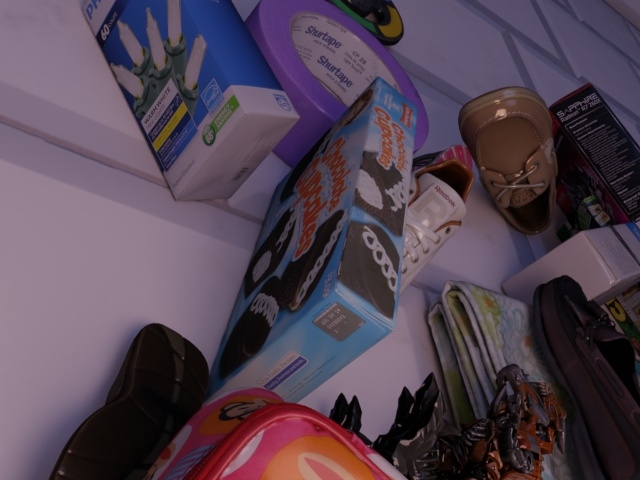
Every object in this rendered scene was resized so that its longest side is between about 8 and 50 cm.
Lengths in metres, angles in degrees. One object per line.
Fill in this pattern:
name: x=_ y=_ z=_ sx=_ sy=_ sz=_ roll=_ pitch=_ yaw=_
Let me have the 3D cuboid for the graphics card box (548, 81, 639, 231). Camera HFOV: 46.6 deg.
graphics card box: x=0.495 y=-0.050 z=1.232 sx=0.371 sy=0.094 sz=0.233 roll=60 pitch=-2 yaw=19

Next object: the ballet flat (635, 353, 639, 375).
ballet flat: x=0.421 y=0.164 z=1.090 sx=0.168 sy=0.057 sz=0.052 roll=41 pitch=7 yaw=-15

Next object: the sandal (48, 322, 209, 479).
sandal: x=-0.134 y=0.137 z=0.519 sx=0.090 sy=0.060 sz=0.219 roll=41 pitch=20 yaw=-19

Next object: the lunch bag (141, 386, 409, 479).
lunch bag: x=-0.012 y=0.255 z=0.410 sx=0.293 sy=0.120 sz=0.258 roll=43 pitch=72 yaw=-14

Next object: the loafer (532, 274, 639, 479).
loafer: x=0.312 y=0.146 z=0.792 sx=0.109 sy=0.095 sz=0.303 roll=28 pitch=37 yaw=-25

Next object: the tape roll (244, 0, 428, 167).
tape roll: x=0.011 y=-0.196 z=0.967 sx=0.274 sy=0.090 sz=0.275 roll=27 pitch=40 yaw=-25

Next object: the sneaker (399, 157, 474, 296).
sneaker: x=0.081 y=-0.010 z=0.810 sx=0.106 sy=0.123 sz=0.290 roll=44 pitch=46 yaw=-3

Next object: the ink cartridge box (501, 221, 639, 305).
ink cartridge box: x=0.376 y=0.050 z=1.056 sx=0.203 sy=0.148 sz=0.086 roll=-5 pitch=61 yaw=-49

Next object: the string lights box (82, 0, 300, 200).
string lights box: x=-0.138 y=-0.183 z=0.755 sx=0.076 sy=0.133 sz=0.260 roll=-6 pitch=60 yaw=-48

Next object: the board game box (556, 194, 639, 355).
board game box: x=0.476 y=0.064 z=1.178 sx=0.030 sy=0.136 sz=0.260 roll=-26 pitch=70 yaw=-9

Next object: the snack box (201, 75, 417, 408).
snack box: x=0.000 y=0.000 z=0.675 sx=0.060 sy=0.187 sz=0.322 roll=35 pitch=36 yaw=-17

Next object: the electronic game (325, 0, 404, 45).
electronic game: x=0.053 y=-0.422 z=1.269 sx=0.229 sy=0.048 sz=0.229 roll=28 pitch=39 yaw=-26

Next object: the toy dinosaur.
toy dinosaur: x=0.107 y=0.223 z=0.593 sx=0.218 sy=0.164 sz=0.322 roll=44 pitch=34 yaw=-13

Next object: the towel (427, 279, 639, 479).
towel: x=0.297 y=0.224 z=0.856 sx=0.374 sy=0.090 sz=0.321 roll=22 pitch=43 yaw=-32

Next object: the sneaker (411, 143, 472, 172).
sneaker: x=0.131 y=-0.076 z=1.005 sx=0.170 sy=0.074 sz=0.063 roll=-34 pitch=100 yaw=-33

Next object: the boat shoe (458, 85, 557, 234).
boat shoe: x=0.289 y=-0.106 z=1.071 sx=0.341 sy=0.121 sz=0.110 roll=36 pitch=41 yaw=-58
